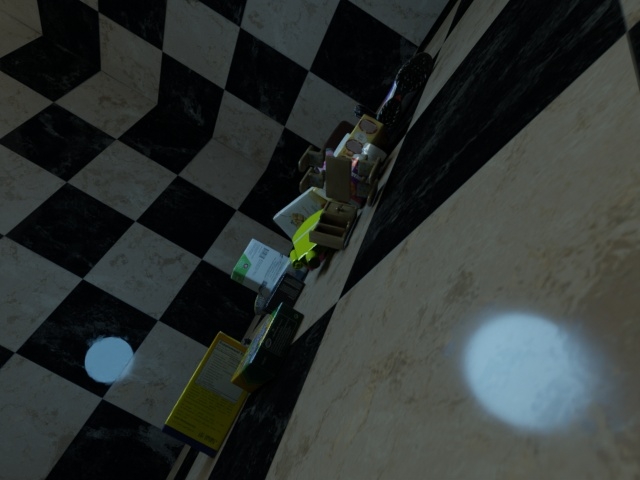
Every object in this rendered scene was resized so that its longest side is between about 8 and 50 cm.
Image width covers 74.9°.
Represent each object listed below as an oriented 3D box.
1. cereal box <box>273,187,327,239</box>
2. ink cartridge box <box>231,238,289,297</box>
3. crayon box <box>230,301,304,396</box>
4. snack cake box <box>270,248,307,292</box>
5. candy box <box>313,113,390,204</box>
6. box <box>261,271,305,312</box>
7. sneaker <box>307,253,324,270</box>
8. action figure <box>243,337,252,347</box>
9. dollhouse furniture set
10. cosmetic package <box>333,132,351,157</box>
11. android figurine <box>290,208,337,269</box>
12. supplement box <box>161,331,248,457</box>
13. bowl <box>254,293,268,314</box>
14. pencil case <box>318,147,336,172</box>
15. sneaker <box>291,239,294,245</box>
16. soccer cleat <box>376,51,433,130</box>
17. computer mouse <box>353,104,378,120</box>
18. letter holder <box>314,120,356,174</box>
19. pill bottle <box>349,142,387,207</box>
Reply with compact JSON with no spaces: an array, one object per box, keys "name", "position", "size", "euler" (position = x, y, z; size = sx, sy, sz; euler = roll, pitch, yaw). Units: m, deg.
[{"name":"cereal box","position":[-0.054,-0.099,1.734],"size":[0.240,0.173,0.047],"euler":[-35,18,25]},{"name":"ink cartridge box","position":[-0.273,0.159,2.118],"size":[0.211,0.289,0.121],"euler":[-63,4,-34]},{"name":"crayon box","position":[-0.176,0.345,1.293],"size":[0.323,0.083,0.203],"euler":[-53,8,53]},{"name":"snack cake box","position":[-0.127,0.142,1.922],"size":[0.264,0.089,0.152],"euler":[-54,7,46]},{"name":"candy box","position":[0.117,-0.265,1.488],"size":[0.317,0.087,0.183],"euler":[-55,-17,4]},{"name":"box","position":[-0.148,0.222,1.646],"size":[0.158,0.093,0.156],"euler":[-60,5,-17]},{"name":"sneaker","position":[-0.030,0.035,1.612],"size":[0.111,0.103,0.252],"euler":[-61,13,-26]},{"name":"action figure","position":[-0.362,0.532,1.710],"size":[0.276,0.140,0.164],"euler":[-59,17,-7]},{"name":"dollhouse furniture set","position":[0.042,-0.120,1.196],"size":[0.242,0.212,0.161],"euler":[89,-159,-44]},{"name":"cosmetic package","position":[0.143,-0.346,1.706],"size":[0.117,0.085,0.231],"euler":[-56,26,15]},{"name":"android figurine","position":[-0.012,-0.011,1.416],"size":[0.248,0.056,0.273],"euler":[-43,25,8]},{"name":"supplement box","position":[-0.368,0.528,1.472],"size":[0.357,0.194,0.195],"euler":[-61,6,-20]},{"name":"bowl","position":[-0.268,0.320,2.178],"size":[0.170,0.080,0.170],"euler":[15,-90,-74]},{"name":"pencil case","position":[0.068,-0.305,1.851],"size":[0.124,0.124,0.284],"euler":[-57,33,23]},{"name":"sneaker","position":[-0.086,-0.025,2.557],"size":[0.110,0.107,0.275],"euler":[-38,-5,-41]},{"name":"soccer cleat","position":[0.324,-0.581,1.638],"size":[0.318,0.108,0.116],"euler":[-60,1,24]},{"name":"computer mouse","position":[0.198,-0.446,1.849],"size":[0.272,0.188,0.072],"euler":[-69,17,3]},{"name":"letter holder","position":[0.106,-0.407,2.080],"size":[0.302,0.214,0.152],"euler":[-61,6,-11]},{"name":"pill bottle","position":[0.131,-0.211,1.348],"size":[0.194,0.108,0.108],"euler":[-59,5,6]}]
